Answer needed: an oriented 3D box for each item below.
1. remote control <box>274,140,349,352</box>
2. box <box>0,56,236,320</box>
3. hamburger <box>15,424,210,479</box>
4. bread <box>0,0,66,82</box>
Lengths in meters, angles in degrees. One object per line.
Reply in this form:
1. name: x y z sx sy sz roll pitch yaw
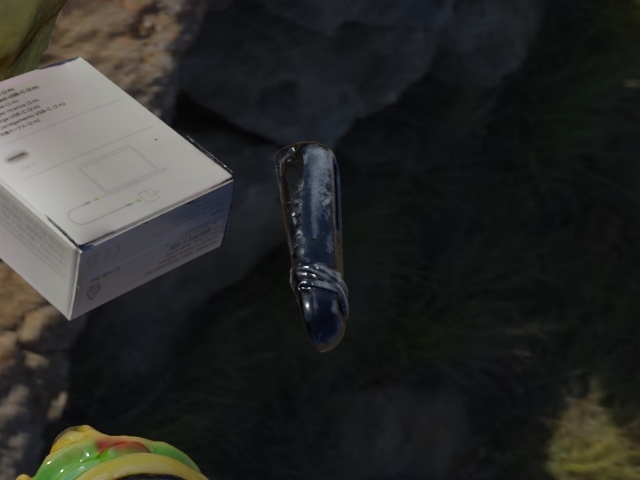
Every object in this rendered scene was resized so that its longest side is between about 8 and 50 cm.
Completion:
1. remote control: 0.000 0.000 1.786 0.090 0.066 0.266 49 23 -44
2. box: -0.244 -0.060 1.694 0.203 0.251 0.106 -29 146 -39
3. hamburger: -0.190 0.276 1.543 0.237 0.149 0.237 -9 113 -23
4. bread: -0.408 -0.262 1.792 0.236 0.263 0.198 28 37 -1
